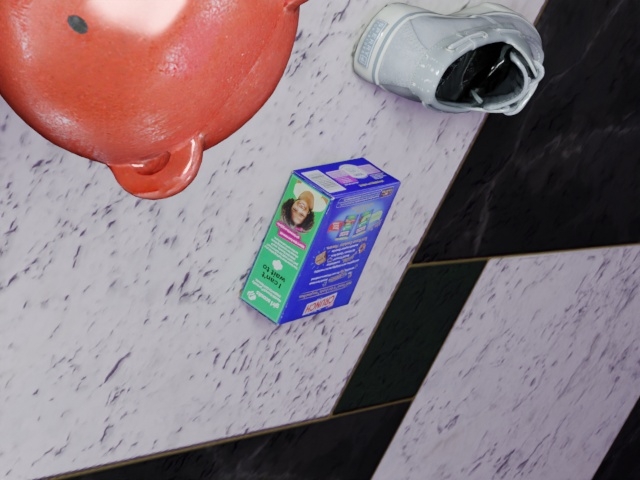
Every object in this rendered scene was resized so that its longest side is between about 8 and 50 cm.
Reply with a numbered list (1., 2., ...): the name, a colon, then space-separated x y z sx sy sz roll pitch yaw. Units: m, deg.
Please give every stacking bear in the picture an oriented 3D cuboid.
1. stacking bear: -0.130 -0.127 0.657 0.175 0.289 0.164 -53 155 -5

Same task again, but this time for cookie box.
1. cookie box: 0.000 0.000 1.327 0.092 0.040 0.107 -14 133 -55

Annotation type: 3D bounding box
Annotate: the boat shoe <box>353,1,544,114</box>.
1. boat shoe: 0.110 -0.118 1.326 0.227 0.081 0.079 -6 126 -57
